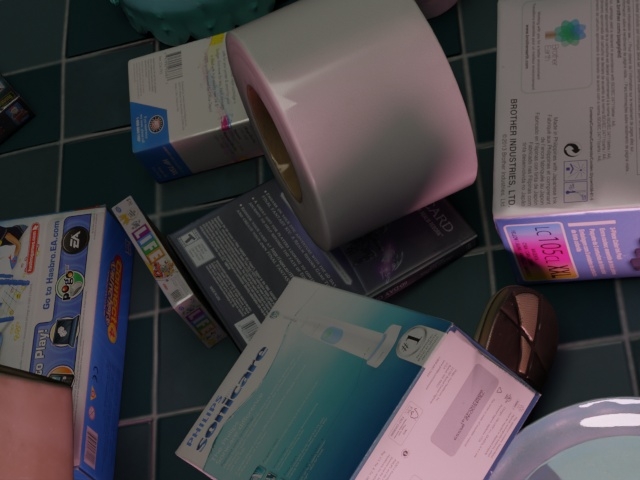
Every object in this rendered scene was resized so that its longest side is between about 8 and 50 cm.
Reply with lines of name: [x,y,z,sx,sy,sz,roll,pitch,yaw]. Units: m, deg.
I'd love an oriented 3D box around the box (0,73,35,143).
box: [-0.488,-0.135,1.848,0.233,0.044,0.159,-41,57,-6]

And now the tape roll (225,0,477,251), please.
tape roll: [0.028,-0.131,1.510,0.169,0.246,0.246,-26,56,-8]

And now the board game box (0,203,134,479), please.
board game box: [-0.368,0.131,1.634,0.301,0.086,0.308,-7,60,16]

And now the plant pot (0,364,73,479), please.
plant pot: [-0.355,0.248,1.383,0.323,0.323,0.280,12,85,24]

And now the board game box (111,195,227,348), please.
board game box: [-0.162,0.034,1.606,0.026,0.103,0.154,-35,57,-2]

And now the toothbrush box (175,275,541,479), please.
toothbrush box: [0.024,0.169,1.368,0.216,0.126,0.295,-57,28,-12]

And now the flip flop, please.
flip flop: [0.140,0.170,1.435,0.080,0.112,0.277,2,65,56]

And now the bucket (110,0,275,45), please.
bucket: [-0.155,-0.395,1.794,0.281,0.183,0.281,-8,59,13]

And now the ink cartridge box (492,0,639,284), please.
ink cartridge box: [0.376,-0.114,1.474,0.395,0.151,0.270,-5,61,18]

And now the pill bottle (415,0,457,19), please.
pill bottle: [0.086,-0.356,1.651,0.136,0.246,0.136,-8,59,14]

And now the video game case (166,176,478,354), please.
video game case: [0.000,0.000,1.589,0.274,0.026,0.196,-29,56,-11]

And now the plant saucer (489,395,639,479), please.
plant saucer: [0.275,0.295,1.337,0.317,0.044,0.318,-6,63,12]

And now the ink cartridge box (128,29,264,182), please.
ink cartridge box: [-0.098,-0.165,1.709,0.231,0.078,0.134,-14,59,12]
